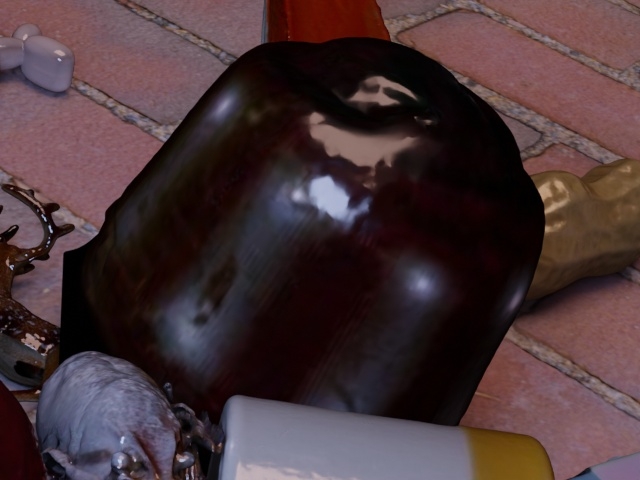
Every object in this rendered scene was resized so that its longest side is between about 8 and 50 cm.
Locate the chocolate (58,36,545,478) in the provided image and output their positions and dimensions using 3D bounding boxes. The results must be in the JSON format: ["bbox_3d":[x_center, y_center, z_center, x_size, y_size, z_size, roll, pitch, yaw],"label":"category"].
[{"bbox_3d":[0.000,0.000,1.560,0.384,0.331,0.383,17,36,-13],"label":"chocolate"}]

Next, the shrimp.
[{"bbox_3d":[-0.134,0.164,1.252,0.116,0.145,0.343,16,3,-18],"label":"shrimp"}]

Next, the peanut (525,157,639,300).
[{"bbox_3d":[0.253,-0.019,1.924,0.274,0.125,0.111,-19,25,-40],"label":"peanut"}]

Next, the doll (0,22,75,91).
[{"bbox_3d":[-0.365,-0.209,2.052,0.161,0.059,0.160,-12,40,-34],"label":"doll"}]

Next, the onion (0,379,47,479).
[{"bbox_3d":[-0.353,0.193,1.219,0.398,0.398,0.420,14,-4,1],"label":"onion"}]

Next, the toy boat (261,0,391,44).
[{"bbox_3d":[0.005,-0.155,2.057,0.145,0.133,0.332,8,42,-17],"label":"toy boat"}]

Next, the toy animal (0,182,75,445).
[{"bbox_3d":[-0.261,0.076,1.645,0.243,0.087,0.260,38,35,12],"label":"toy animal"}]

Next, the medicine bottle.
[{"bbox_3d":[0.028,0.240,1.326,0.232,0.238,0.238,8,32,-5],"label":"medicine bottle"}]

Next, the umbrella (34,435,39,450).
[{"bbox_3d":[-0.249,0.171,1.447,0.326,0.090,0.094,41,-4,22],"label":"umbrella"}]

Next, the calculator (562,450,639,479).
[{"bbox_3d":[0.304,0.242,1.600,0.293,0.051,0.173,-11,41,-34],"label":"calculator"}]
